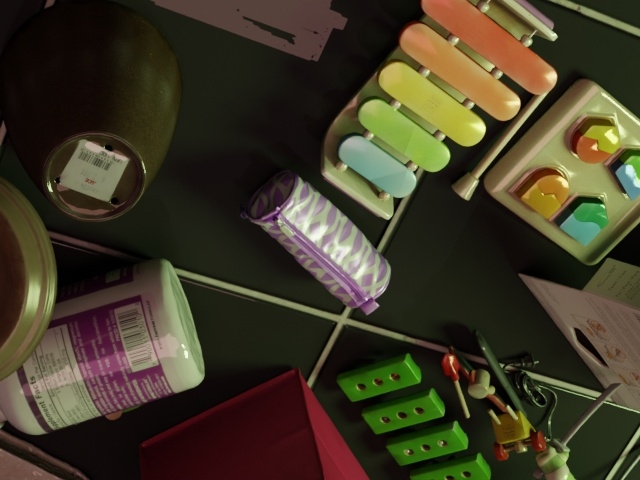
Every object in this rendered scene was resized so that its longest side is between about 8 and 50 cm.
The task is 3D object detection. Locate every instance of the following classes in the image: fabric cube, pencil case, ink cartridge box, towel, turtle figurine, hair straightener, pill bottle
[{"bbox_3d":[-0.065,0.379,1.880,0.254,0.259,0.258,-25,122,6],"label":"fabric cube"},{"bbox_3d":[0.000,0.000,1.767,0.086,0.088,0.206,-40,120,16],"label":"pencil case"},{"bbox_3d":[0.429,0.140,1.861,0.066,0.261,0.296,-49,121,-14],"label":"ink cartridge box"},{"bbox_3d":[-0.467,0.331,1.902,0.282,0.049,0.187,34,111,-27],"label":"towel"},{"bbox_3d":[0.339,0.357,2.023,0.266,0.274,0.198,-9,169,22],"label":"turtle figurine"},{"bbox_3d":[0.269,0.200,1.958,0.089,0.047,0.230,-35,120,11],"label":"hair straightener"},{"bbox_3d":[-0.307,0.141,1.746,0.301,0.169,0.169,-17,122,0],"label":"pill bottle"}]

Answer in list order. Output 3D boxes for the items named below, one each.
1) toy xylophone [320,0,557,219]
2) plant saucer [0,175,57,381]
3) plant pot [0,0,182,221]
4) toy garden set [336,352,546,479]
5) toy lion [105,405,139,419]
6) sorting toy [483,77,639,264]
[{"bbox_3d":[0.156,-0.164,1.702,0.236,0.081,0.322,25,113,-23],"label":"toy xylophone"},{"bbox_3d":[-0.442,0.044,1.653,0.278,0.041,0.278,1,93,12],"label":"plant saucer"},{"bbox_3d":[-0.251,-0.123,1.564,0.215,0.230,0.215,-4,120,-8],"label":"plant pot"},{"bbox_3d":[0.172,0.231,1.937,0.204,0.049,0.244,-19,122,27],"label":"toy garden set"},{"bbox_3d":[-0.248,0.177,1.862,0.096,0.034,0.100,-17,122,-9],"label":"toy lion"},{"bbox_3d":[0.342,-0.080,1.811,0.208,0.038,0.193,35,109,-26],"label":"sorting toy"}]
